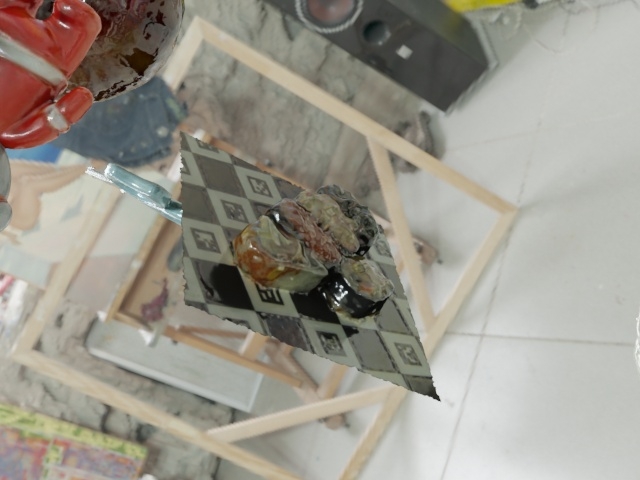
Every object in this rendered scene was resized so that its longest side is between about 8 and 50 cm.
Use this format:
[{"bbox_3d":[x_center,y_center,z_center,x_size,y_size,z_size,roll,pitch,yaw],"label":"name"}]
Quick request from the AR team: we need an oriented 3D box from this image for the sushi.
[{"bbox_3d":[0.000,0.000,1.012,0.069,0.339,0.320,-50,31,28],"label":"sushi"}]

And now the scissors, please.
[{"bbox_3d":[-0.279,-0.079,1.271,0.360,0.191,0.029,23,81,53],"label":"scissors"}]

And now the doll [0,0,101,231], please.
[{"bbox_3d":[-0.260,-0.084,0.639,0.245,0.142,0.076,-60,-11,-9],"label":"doll"}]

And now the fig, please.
[{"bbox_3d":[-0.280,-0.278,1.002,0.235,0.235,0.214,-47,4,27],"label":"fig"}]

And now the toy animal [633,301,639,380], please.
[{"bbox_3d":[0.688,0.220,1.523,0.188,0.266,0.308,-162,79,-70],"label":"toy animal"}]
